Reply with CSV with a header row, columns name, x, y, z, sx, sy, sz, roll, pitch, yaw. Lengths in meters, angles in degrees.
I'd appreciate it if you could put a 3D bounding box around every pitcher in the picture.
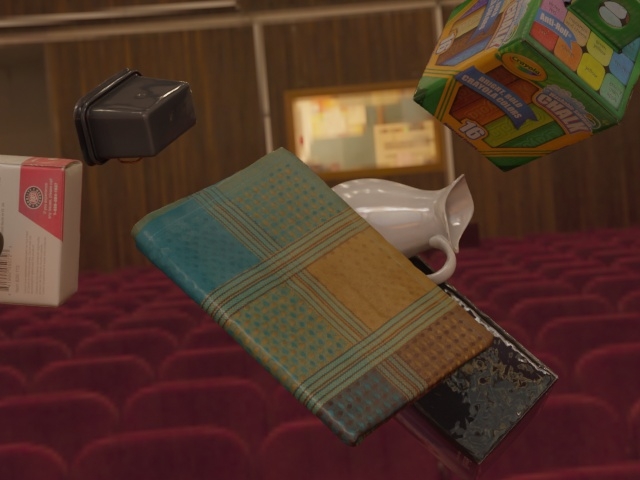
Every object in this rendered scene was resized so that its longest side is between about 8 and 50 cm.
name,x,y,z,sx,sy,sz,roll,pitch,yaw
pitcher,0.091,-0.006,1.823,0.207,0.125,0.178,-4,43,20

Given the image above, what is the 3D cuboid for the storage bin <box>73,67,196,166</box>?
name,x,y,z,sx,sy,sz,roll,pitch,yaw
storage bin,-0.211,-0.138,1.597,0.091,0.098,0.135,5,29,26

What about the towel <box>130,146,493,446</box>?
name,x,y,z,sx,sy,sz,roll,pitch,yaw
towel,-0.010,0.056,1.586,0.271,0.370,0.040,-29,-27,-39

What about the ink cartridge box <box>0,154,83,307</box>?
name,x,y,z,sx,sy,sz,roll,pitch,yaw
ink cartridge box,-0.499,-0.023,1.971,0.283,0.207,0.117,5,9,3

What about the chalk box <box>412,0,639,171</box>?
name,x,y,z,sx,sy,sz,roll,pitch,yaw
chalk box,0.292,-0.238,1.725,0.180,0.179,0.289,36,-30,-19

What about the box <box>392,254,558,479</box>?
name,x,y,z,sx,sy,sz,roll,pitch,yaw
box,0.178,0.197,2.032,0.183,0.294,0.296,-47,-14,-9

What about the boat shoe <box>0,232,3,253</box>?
name,x,y,z,sx,sy,sz,roll,pitch,yaw
boat shoe,-0.481,-0.036,1.800,0.079,0.081,0.227,-28,-26,-15
